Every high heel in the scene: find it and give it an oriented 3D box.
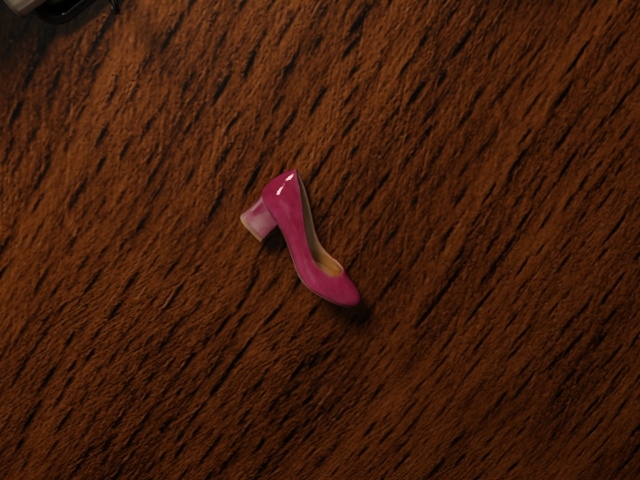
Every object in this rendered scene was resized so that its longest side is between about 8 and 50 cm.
[{"bbox_3d":[0.000,0.000,1.409,0.117,0.082,0.244,-41,104,21],"label":"high heel"}]

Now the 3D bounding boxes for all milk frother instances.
[{"bbox_3d":[-0.327,-0.323,1.142,0.135,0.143,0.129,-34,125,4],"label":"milk frother"}]
